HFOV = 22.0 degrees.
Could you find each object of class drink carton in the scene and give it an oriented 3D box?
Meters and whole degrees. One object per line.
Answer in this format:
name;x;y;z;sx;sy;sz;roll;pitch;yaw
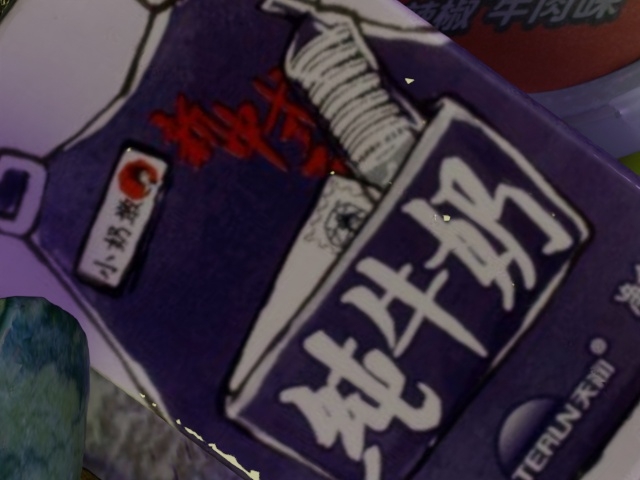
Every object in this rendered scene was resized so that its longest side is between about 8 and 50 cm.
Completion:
drink carton;0.000;-0.001;0.492;0.222;0.134;0.102;36;3;-2

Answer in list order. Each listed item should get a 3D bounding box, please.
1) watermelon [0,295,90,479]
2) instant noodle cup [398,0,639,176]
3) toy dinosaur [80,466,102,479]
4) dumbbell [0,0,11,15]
watermelon;-0.171;0.114;0.331;0.319;0.222;0.292;35;50;-41
instant noodle cup;0.167;-0.082;0.775;0.308;0.294;0.294;46;47;-44
toy dinosaur;-0.040;0.141;0.629;0.180;0.037;0.058;38;57;-38
dumbbell;-0.057;-0.081;0.595;0.208;0.099;0.099;2;77;-25
